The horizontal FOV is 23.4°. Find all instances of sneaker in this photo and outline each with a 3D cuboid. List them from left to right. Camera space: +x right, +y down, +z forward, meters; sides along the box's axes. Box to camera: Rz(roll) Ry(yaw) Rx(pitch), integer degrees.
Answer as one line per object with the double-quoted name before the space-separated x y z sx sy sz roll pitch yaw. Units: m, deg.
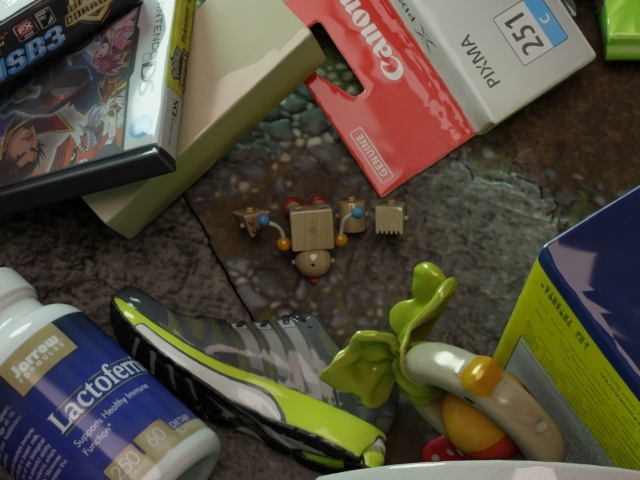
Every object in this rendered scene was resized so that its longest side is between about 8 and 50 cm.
"sneaker" -0.059 0.116 1.462 0.300 0.111 0.121 27 63 1

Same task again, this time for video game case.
"video game case" -0.250 -0.146 1.497 0.274 0.035 0.248 -13 55 24

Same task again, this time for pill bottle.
"pill bottle" -0.232 0.154 1.406 0.264 0.153 0.153 40 73 13

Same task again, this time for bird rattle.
"bird rattle" 0.127 0.159 1.357 0.143 0.207 0.253 -41 112 -20

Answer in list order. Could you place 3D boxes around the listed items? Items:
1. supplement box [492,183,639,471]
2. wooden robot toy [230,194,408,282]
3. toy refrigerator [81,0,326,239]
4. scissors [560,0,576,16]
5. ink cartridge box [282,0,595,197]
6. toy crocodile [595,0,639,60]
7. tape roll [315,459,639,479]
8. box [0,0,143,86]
"supplement box" 0.293 0.094 1.333 0.195 0.356 0.194 -31 73 -13
"wooden robot toy" 0.000 0.000 1.532 0.173 0.076 0.079 -4 104 -3
"toy refrigerator" -0.130 -0.132 1.524 0.269 0.094 0.102 -43 75 0
"scissors" 0.192 -0.345 1.655 0.109 0.021 0.297 -4 58 -9
"ink cartridge box" 0.093 -0.236 1.576 0.261 0.066 0.296 -33 88 -14
"toy crocodile" 0.316 -0.347 1.652 0.115 0.105 0.341 -5 74 -4
"tape roll" 0.160 0.255 1.252 0.392 0.392 0.072 4 69 0
"box" -0.366 -0.248 1.528 0.295 0.073 0.293 -33 45 -8
